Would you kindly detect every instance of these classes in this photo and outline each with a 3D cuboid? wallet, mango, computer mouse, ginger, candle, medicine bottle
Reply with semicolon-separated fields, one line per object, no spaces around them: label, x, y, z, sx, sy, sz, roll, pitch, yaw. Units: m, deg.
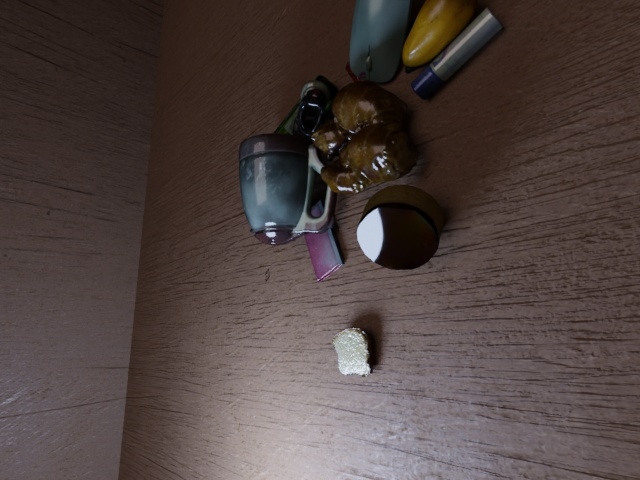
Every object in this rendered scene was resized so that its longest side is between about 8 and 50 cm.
wallet;0.000;0.000;1.296;0.119;0.025;0.232;-40;53;35
mango;0.278;-0.515;1.011;0.112;0.145;0.219;46;121;5
computer mouse;0.156;-0.581;1.131;0.159;0.097;0.289;22;116;21
ginger;0.109;-0.282;1.138;0.274;0.152;0.358;-32;60;37
candle;0.119;-0.476;1.257;0.048;0.053;0.162;-52;49;35
medicine bottle;0.320;-0.440;1.008;0.231;0.059;0.059;-40;53;35

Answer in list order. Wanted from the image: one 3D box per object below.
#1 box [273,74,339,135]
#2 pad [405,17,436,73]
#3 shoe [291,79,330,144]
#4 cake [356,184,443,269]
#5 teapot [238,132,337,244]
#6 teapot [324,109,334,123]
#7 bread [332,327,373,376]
box;-0.077;-0.383;1.410;0.345;0.097;0.134;-42;24;36
pad;0.272;-0.537;1.129;0.112;0.003;0.157;-11;73;48
shoe;-0.037;-0.358;1.258;0.112;0.099;0.228;-82;9;-46
cake;0.194;-0.050;0.987;0.208;0.185;0.178;-58;3;48
teapot;-0.095;-0.143;1.285;0.314;0.233;0.312;-4;83;21
teapot;0.047;-0.352;1.285;0.098;0.078;0.129;-23;65;44
bread;0.091;0.295;1.111;0.129;0.044;0.126;-20;74;42
